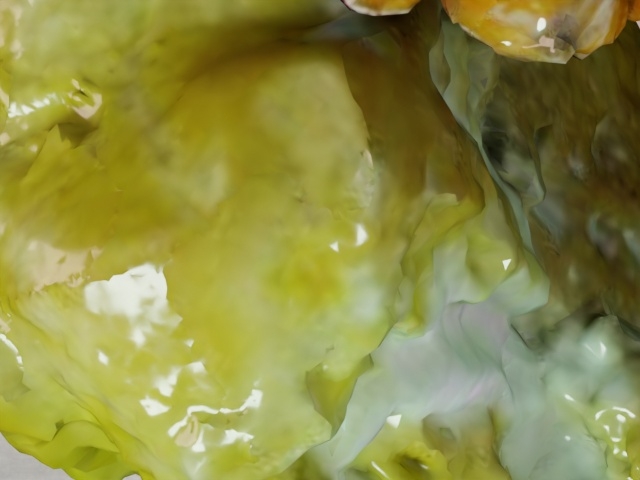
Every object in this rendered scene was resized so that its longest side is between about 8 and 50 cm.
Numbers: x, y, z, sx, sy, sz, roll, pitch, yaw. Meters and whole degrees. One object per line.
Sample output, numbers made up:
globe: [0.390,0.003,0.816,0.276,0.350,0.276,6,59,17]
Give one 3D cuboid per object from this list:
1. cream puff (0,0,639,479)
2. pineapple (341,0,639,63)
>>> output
cream puff: [-0.001,0.001,0.444,0.282,0.185,0.281,37,-136,-46]
pineapple: [0.088,-0.184,0.236,0.272,0.263,0.262,152,118,-63]
